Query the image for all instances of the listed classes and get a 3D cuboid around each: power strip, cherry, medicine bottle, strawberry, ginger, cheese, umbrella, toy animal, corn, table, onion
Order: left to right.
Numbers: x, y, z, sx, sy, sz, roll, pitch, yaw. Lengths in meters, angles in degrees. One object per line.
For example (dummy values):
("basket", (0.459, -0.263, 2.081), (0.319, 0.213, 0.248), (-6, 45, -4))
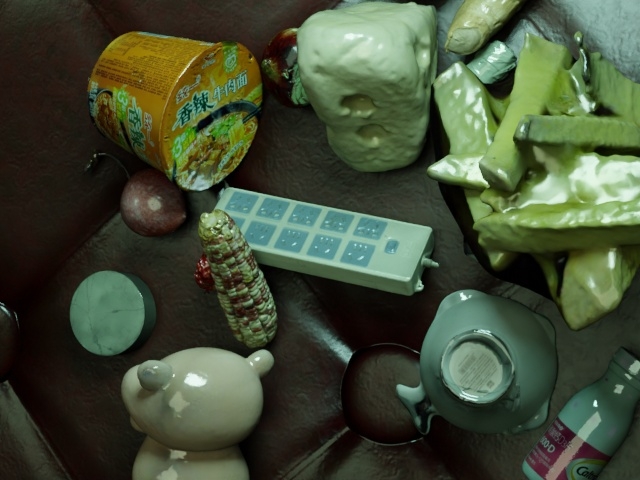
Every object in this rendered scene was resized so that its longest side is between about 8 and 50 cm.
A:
("table", (-0.327, 0.115, 1.914), (0.133, 0.043, 0.133), (-1, 86, 20))
("cherry", (-0.292, -0.070, 1.900), (0.225, 0.090, 0.107), (23, 109, 37))
("toy animal", (-0.188, 0.276, 1.768), (0.229, 0.210, 0.221), (-32, 64, 50))
("strawberry", (-0.160, 0.037, 1.848), (0.073, 0.073, 0.083), (-27, 64, 16))
("corn", (-0.123, 0.056, 1.766), (0.080, 0.079, 0.237), (-6, 128, 20))
("onion", (-0.040, -0.257, 1.801), (0.119, 0.118, 0.117), (21, 109, 20))
("power strip", (0.000, 0.000, 1.778), (0.367, 0.043, 0.106), (12, 54, 20))
("cheese", (0.069, -0.221, 1.694), (0.174, 0.248, 0.251), (4, 94, 21))
("umbrella", (0.219, -0.224, 1.734), (0.067, 0.062, 0.143), (39, 100, -13))
("ginger", (0.242, -0.334, 1.711), (0.069, 0.095, 0.190), (41, 95, 16))
("ginger", (0.331, -0.120, 1.545), (0.358, 0.211, 0.413), (-27, 68, -11))
("medicine bottle", (0.366, 0.247, 1.627), (0.090, 0.090, 0.216), (38, 99, 18))

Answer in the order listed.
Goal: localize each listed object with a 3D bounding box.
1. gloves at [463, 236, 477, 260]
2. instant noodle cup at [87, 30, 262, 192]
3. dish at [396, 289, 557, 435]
("gloves", (0.308, 0.012, 1.660), (0.212, 0.111, 0.127), (13, 86, 28))
("instant noodle cup", (-0.225, -0.207, 1.815), (0.182, 0.230, 0.230), (22, 94, 29))
("dish", (0.214, 0.182, 1.694), (0.246, 0.078, 0.224), (-34, 77, 15))
